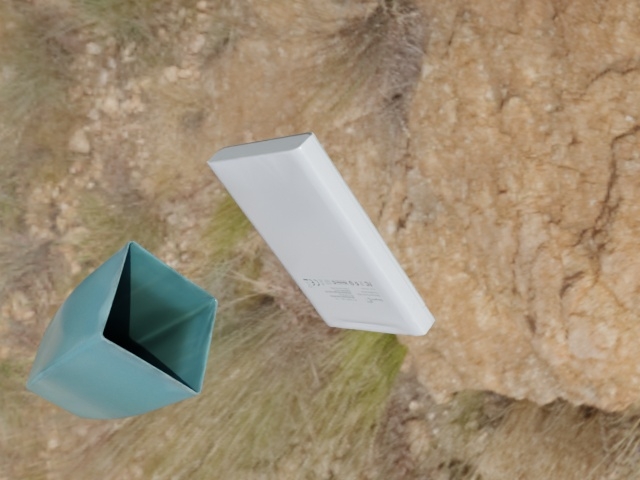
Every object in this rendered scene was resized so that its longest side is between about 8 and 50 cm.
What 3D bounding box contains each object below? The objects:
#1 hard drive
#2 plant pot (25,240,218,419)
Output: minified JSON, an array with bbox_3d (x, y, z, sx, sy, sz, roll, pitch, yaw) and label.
[{"bbox_3d":[0.000,0.000,1.096,0.203,0.040,0.307,-1,131,51],"label":"hard drive"},{"bbox_3d":[-0.293,0.151,1.169,0.234,0.165,0.165,-30,37,31],"label":"plant pot"}]
